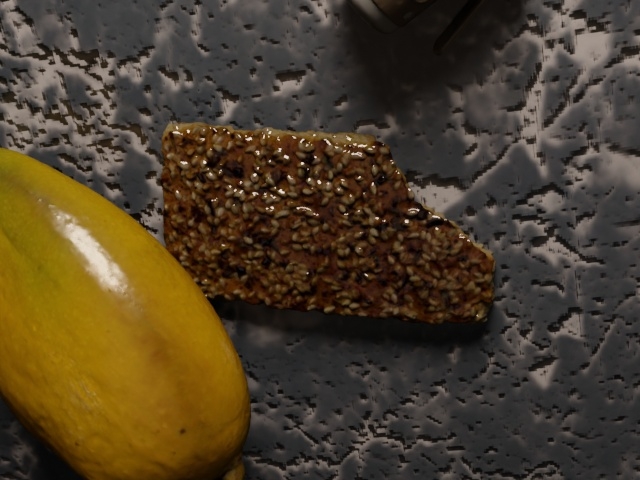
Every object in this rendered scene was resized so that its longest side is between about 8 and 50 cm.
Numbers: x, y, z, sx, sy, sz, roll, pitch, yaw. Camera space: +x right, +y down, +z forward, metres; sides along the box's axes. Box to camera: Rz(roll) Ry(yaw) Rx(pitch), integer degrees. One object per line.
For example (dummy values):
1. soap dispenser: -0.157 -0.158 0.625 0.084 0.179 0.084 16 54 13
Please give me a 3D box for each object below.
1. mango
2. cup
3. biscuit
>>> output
1. mango: -0.162 0.061 0.647 0.317 0.119 0.176 52 129 2
2. cup: 0.064 -0.174 0.565 0.099 0.102 0.074 -35 62 20
3. biscuit: 0.005 -0.010 0.645 0.236 0.026 0.131 5 111 8
